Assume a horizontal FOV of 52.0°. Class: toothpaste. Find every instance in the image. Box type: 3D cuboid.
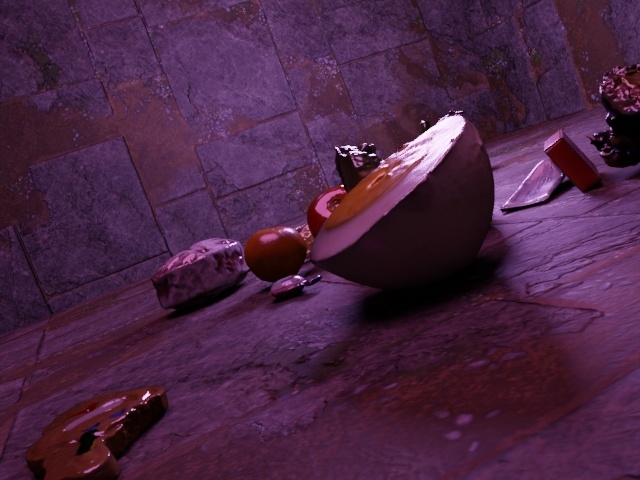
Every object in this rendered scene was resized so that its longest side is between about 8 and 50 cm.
[{"bbox_3d":[0.507,-0.133,1.514,0.282,0.068,0.099,-36,-12,-46],"label":"toothpaste"}]

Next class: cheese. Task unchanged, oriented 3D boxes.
[{"bbox_3d":[-0.056,0.096,1.401,0.145,0.038,0.095,-16,8,45],"label":"cheese"}]

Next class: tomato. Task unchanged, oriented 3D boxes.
[{"bbox_3d":[0.064,-0.059,1.755,0.195,0.136,0.195,-12,50,15],"label":"tomato"}]

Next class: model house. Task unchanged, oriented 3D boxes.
[{"bbox_3d":[0.197,-0.112,1.398,0.266,0.261,0.321,-18,11,-2],"label":"model house"}]

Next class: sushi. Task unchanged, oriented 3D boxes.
[{"bbox_3d":[0.677,-0.240,1.339,0.239,0.218,0.225,7,50,11],"label":"sushi"}]

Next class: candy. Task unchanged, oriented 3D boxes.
[{"bbox_3d":[-0.326,0.087,1.807,0.214,0.157,0.289,-21,4,43],"label":"candy"}]

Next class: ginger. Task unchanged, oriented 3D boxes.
[{"bbox_3d":[-0.003,0.001,1.873,0.193,0.115,0.122,-29,-13,-14],"label":"ginger"}]

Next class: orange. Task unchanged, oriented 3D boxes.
[{"bbox_3d":[-0.109,0.037,1.625,0.159,0.136,0.159,-8,5,1],"label":"orange"}]

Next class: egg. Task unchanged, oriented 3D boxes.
[{"bbox_3d":[0.161,-0.030,1.046,0.337,0.201,0.337,-45,10,10],"label":"egg"}]

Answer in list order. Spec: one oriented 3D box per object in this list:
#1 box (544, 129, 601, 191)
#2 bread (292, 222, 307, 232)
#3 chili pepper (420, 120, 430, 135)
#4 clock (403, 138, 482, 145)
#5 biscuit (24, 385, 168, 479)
[{"bbox_3d":[0.550,-0.179,1.442,0.050,0.123,0.229,-43,-2,23],"label":"box"},{"bbox_3d":[-0.091,0.006,2.111,0.105,0.077,0.152,-18,8,32],"label":"bread"},{"bbox_3d":[0.314,-0.224,1.966,0.165,0.261,0.174,-18,10,-20],"label":"chili pepper"},{"bbox_3d":[0.464,-0.297,2.474,0.317,0.200,0.244,-14,8,-17],"label":"clock"},{"bbox_3d":[-0.290,0.248,0.846,0.183,0.047,0.320,-24,8,-6],"label":"biscuit"}]
